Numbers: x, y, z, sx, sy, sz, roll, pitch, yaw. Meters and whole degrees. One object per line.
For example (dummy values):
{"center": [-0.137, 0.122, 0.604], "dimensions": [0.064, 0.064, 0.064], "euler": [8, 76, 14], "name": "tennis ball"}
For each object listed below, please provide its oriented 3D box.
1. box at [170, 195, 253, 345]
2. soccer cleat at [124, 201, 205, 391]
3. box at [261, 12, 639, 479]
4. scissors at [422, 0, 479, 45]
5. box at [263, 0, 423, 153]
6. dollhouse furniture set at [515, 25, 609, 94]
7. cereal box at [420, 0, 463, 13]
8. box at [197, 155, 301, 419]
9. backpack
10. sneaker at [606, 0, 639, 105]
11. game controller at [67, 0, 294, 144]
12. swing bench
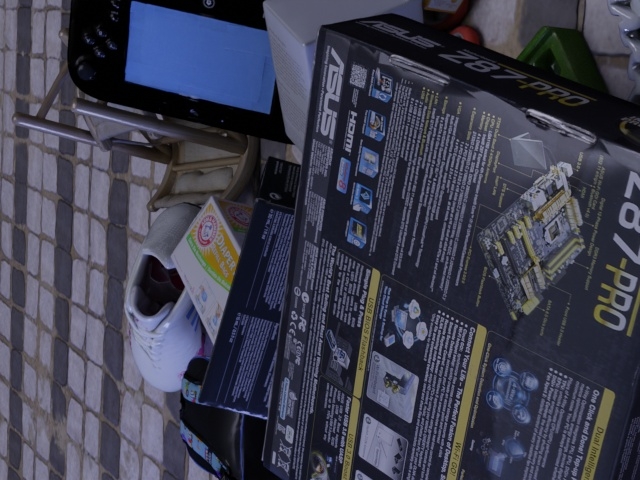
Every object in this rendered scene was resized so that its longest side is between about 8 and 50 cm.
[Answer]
{"center": [-0.079, 0.056, 1.525], "dimensions": [0.103, 0.114, 0.203], "euler": [-53, 45, 25], "name": "box"}
{"center": [-0.217, 0.097, 1.707], "dimensions": [0.116, 0.143, 0.331], "euler": [24, 129, 13], "name": "soccer cleat"}
{"center": [0.109, 0.067, 0.942], "dimensions": [0.318, 0.097, 0.395], "euler": [29, 122, 39], "name": "box"}
{"center": [0.072, -0.203, 1.363], "dimensions": [0.297, 0.021, 0.109], "euler": [-9, 84, 58], "name": "scissors"}
{"center": [0.029, -0.170, 1.274], "dimensions": [0.091, 0.130, 0.170], "euler": [51, 159, 42], "name": "box"}
{"center": [0.105, -0.038, 1.147], "dimensions": [0.301, 0.197, 0.151], "euler": [-53, 50, 46], "name": "dollhouse furniture set"}
{"center": [0.134, -0.361, 1.208], "dimensions": [0.240, 0.047, 0.173], "euler": [-59, 44, 36], "name": "cereal box"}
{"center": [-0.005, 0.066, 1.335], "dimensions": [0.103, 0.184, 0.261], "euler": [-78, 5, -60], "name": "box"}
{"center": [-0.103, 0.217, 1.591], "dimensions": [0.173, 0.117, 0.158], "euler": [12, 102, 58], "name": "backpack"}
{"center": [0.282, -0.148, 0.950], "dimensions": [0.118, 0.110, 0.292], "euler": [7, 106, 51], "name": "sneaker"}
{"center": [-0.132, -0.212, 1.461], "dimensions": [0.067, 0.319, 0.166], "euler": [-72, -6, -51], "name": "game controller"}
{"center": [-0.230, -0.165, 1.694], "dimensions": [0.253, 0.254, 0.165], "euler": [-1, 60, 58], "name": "swing bench"}
